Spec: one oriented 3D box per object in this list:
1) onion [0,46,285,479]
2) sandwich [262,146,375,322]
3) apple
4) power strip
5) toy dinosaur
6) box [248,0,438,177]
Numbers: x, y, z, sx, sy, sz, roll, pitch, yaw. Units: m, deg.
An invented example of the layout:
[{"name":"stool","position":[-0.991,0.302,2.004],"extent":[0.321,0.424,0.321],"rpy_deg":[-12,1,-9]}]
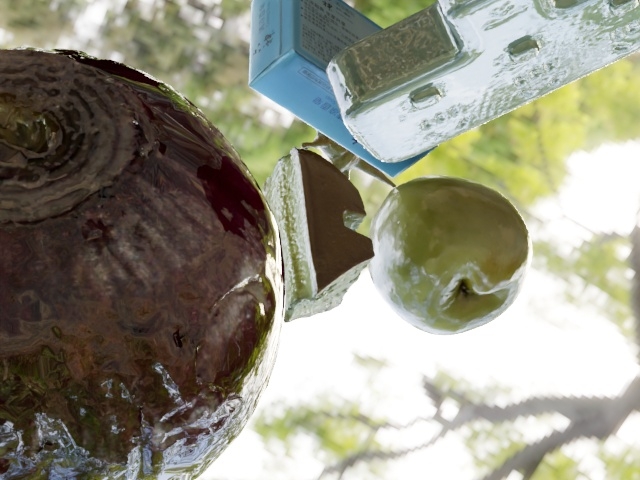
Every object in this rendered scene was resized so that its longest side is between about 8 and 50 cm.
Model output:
[{"name":"onion","position":[-0.155,0.013,1.156],"extent":[0.260,0.282,0.337],"rpy_deg":[-9,-142,-11]},{"name":"sandwich","position":[0.000,0.000,1.847],"extent":[0.088,0.090,0.244],"rpy_deg":[21,-145,-22]},{"name":"apple","position":[0.143,0.015,2.025],"extent":[0.200,0.200,0.200],"rpy_deg":[21,-151,-12]},{"name":"power strip","position":[0.128,-0.150,1.204],"extent":[0.059,0.265,0.193],"rpy_deg":[69,-169,22]},{"name":"toy dinosaur","position":[0.040,-0.116,2.287],"extent":[0.162,0.126,0.039],"rpy_deg":[-8,-148,-31]},{"name":"box","position":[0.028,-0.191,2.041],"extent":[0.232,0.083,0.143],"rpy_deg":[29,-138,-30]}]
